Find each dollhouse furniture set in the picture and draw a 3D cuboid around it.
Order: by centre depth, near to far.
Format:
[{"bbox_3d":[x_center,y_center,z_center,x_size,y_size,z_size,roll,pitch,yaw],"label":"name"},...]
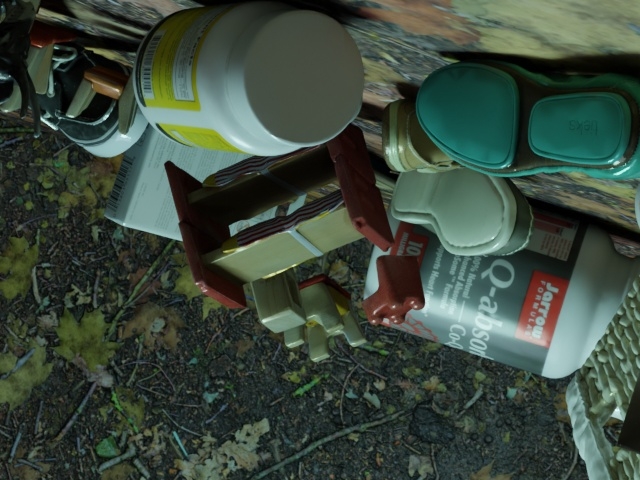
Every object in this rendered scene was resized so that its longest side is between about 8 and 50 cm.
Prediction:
[{"bbox_3d":[-0.295,-0.208,1.332,0.262,0.135,0.259,18,-171,-6],"label":"dollhouse furniture set"},{"bbox_3d":[0.000,0.000,1.566,0.201,0.152,0.374,-21,157,14],"label":"dollhouse furniture set"}]

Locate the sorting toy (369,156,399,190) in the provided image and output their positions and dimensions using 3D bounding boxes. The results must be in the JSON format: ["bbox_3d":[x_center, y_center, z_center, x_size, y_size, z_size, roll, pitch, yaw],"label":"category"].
[{"bbox_3d":[-0.043,-0.129,1.876,0.307,0.041,0.229,16,-179,35],"label":"sorting toy"}]

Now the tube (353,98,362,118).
[{"bbox_3d":[-0.030,-0.148,1.305,0.080,0.052,0.207,32,177,-29],"label":"tube"}]

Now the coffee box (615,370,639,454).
[{"bbox_3d":[0.360,0.080,1.133,0.141,0.246,0.098,16,177,34],"label":"coffee box"}]

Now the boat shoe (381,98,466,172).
[{"bbox_3d":[0.110,-0.097,1.286,0.072,0.068,0.190,4,-177,18],"label":"boat shoe"}]

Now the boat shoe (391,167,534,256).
[{"bbox_3d":[0.175,-0.036,1.552,0.091,0.109,0.305,18,-177,-20],"label":"boat shoe"}]

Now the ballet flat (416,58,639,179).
[{"bbox_3d":[0.167,-0.081,0.966,0.087,0.083,0.247,3,-173,-31],"label":"ballet flat"}]

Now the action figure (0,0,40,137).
[{"bbox_3d":[-0.309,-0.201,1.071,0.276,0.141,0.164,33,177,8],"label":"action figure"}]

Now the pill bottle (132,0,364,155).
[{"bbox_3d":[-0.058,-0.127,1.068,0.119,0.119,0.208,20,177,-29],"label":"pill bottle"}]

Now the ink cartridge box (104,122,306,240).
[{"bbox_3d":[-0.122,-0.084,1.624,0.232,0.189,0.066,16,-174,-41],"label":"ink cartridge box"}]

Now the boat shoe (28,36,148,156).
[{"bbox_3d":[-0.296,-0.187,1.571,0.105,0.113,0.306,27,-172,-39],"label":"boat shoe"}]

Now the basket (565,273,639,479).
[{"bbox_3d":[0.475,0.189,1.453,0.331,0.266,0.328,18,-157,-7],"label":"basket"}]

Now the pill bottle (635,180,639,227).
[{"bbox_3d":[0.313,-0.025,1.026,0.086,0.086,0.152,19,177,-21],"label":"pill bottle"}]

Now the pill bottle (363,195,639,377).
[{"bbox_3d":[0.256,0.056,1.766,0.363,0.210,0.210,17,177,12],"label":"pill bottle"}]
